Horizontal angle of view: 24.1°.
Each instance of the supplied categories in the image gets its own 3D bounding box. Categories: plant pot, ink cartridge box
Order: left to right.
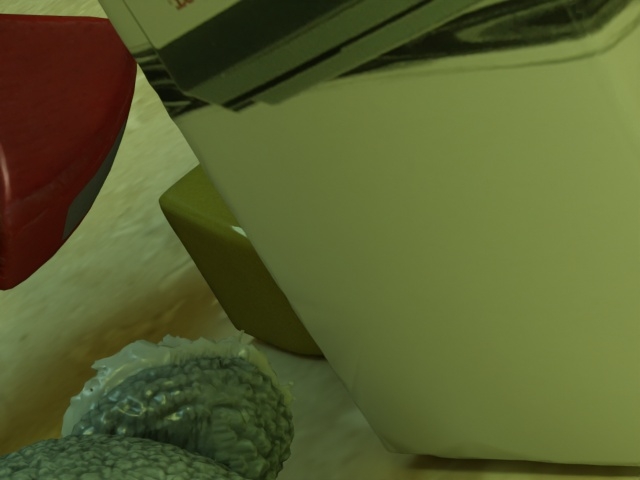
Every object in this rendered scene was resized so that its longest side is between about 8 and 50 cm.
[{"bbox_3d":[0.000,0.000,0.618,0.081,0.081,0.083,-40,37,-16],"label":"plant pot"},{"bbox_3d":[0.058,-0.164,0.466,0.166,0.395,0.285,-4,37,44],"label":"ink cartridge box"}]

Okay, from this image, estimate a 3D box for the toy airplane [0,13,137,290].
[{"bbox_3d":[-0.276,0.037,0.594,0.384,0.272,0.386,-37,-12,20],"label":"toy airplane"}]

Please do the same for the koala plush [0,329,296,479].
[{"bbox_3d":[-0.098,0.114,0.415,0.221,0.203,0.196,-9,40,-4],"label":"koala plush"}]
